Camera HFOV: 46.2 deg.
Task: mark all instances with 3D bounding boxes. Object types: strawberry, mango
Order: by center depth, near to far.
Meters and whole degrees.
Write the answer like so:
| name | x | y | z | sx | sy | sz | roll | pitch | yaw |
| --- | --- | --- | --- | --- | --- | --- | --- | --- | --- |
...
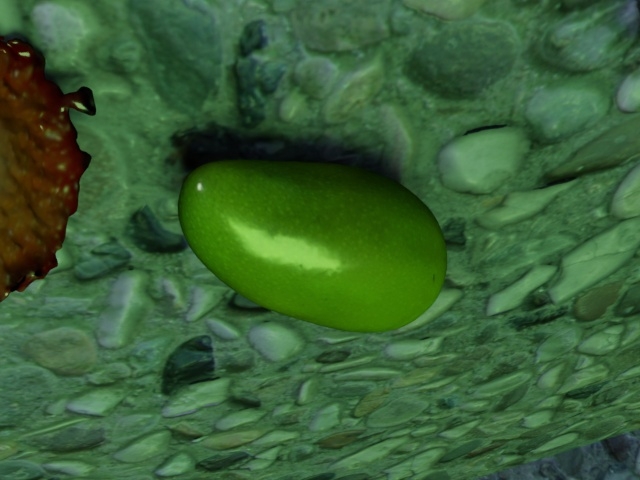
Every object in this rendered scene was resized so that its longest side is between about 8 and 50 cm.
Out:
| name | x | y | z | sx | sy | sz | roll | pitch | yaw |
| --- | --- | --- | --- | --- | --- | --- | --- | --- | --- |
| strawberry | -0.312 | -0.058 | 0.587 | 0.178 | 0.234 | 0.234 | -2 | 157 | 34 |
| mango | 0.000 | 0.000 | 0.793 | 0.343 | 0.156 | 0.192 | 20 | 129 | -41 |
